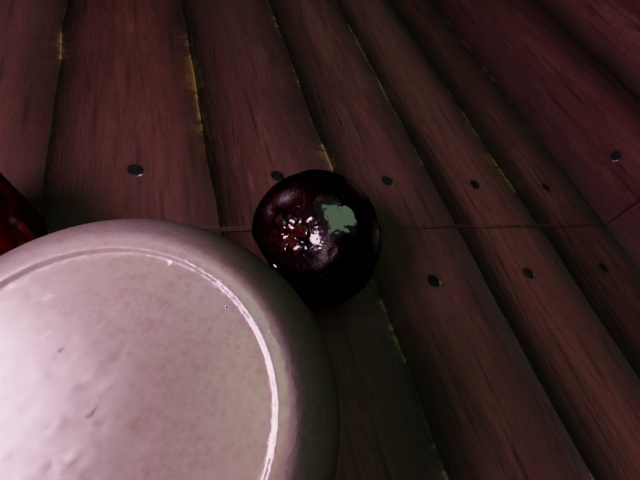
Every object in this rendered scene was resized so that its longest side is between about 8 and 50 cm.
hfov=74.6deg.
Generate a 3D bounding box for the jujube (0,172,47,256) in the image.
[{"bbox_3d":[-0.507,0.016,0.587,0.376,0.258,0.258,41,49,12],"label":"jujube"}]

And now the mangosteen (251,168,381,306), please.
[{"bbox_3d":[-0.004,0.002,0.849,0.233,0.287,0.287,-39,73,-10],"label":"mangosteen"}]

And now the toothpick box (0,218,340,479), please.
[{"bbox_3d":[-0.182,0.198,0.479,0.408,0.425,0.409,4,66,-8],"label":"toothpick box"}]
